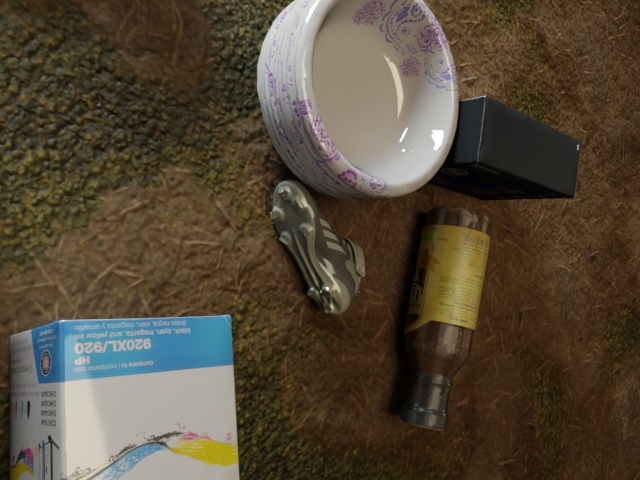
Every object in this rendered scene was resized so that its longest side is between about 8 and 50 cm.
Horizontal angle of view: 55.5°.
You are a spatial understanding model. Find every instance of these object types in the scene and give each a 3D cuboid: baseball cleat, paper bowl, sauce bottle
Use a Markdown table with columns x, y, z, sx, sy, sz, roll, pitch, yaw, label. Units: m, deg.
| x | y | z | sx | sy | sz | roll | pitch | yaw | label |
| --- | --- | --- | --- | --- | --- | --- | --- | --- | --- |
| 0.000 | 0.000 | 0.847 | 0.109 | 0.072 | 0.205 | -41 | 119 | -47 | baseball cleat |
| 0.043 | -0.195 | 0.819 | 0.284 | 0.148 | 0.284 | 0 | 90 | -40 | paper bowl |
| 0.192 | 0.119 | 0.961 | 0.111 | 0.111 | 0.344 | 21 | 76 | -37 | sauce bottle |

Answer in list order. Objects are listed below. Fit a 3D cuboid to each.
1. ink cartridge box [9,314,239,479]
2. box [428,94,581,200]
| x | y | z | sx | sy | sz | roll | pitch | yaw | label |
| --- | --- | --- | --- | --- | --- | --- | --- | --- | --- |
| -0.193 | 0.198 | 0.589 | 0.168 | 0.171 | 0.232 | 4 | 76 | -40 | ink cartridge box |
| 0.263 | -0.136 | 0.973 | 0.261 | 0.184 | 0.103 | 11 | 83 | -38 | box |
